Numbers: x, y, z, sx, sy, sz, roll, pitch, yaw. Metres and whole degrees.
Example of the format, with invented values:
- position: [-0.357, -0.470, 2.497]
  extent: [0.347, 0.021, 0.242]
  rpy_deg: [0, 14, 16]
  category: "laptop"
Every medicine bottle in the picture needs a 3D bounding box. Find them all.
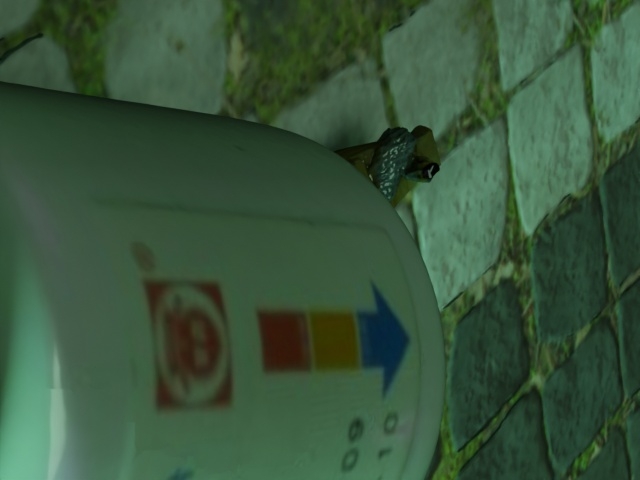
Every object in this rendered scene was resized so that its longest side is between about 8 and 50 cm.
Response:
- position: [-0.099, 0.039, 0.479]
  extent: [0.293, 0.170, 0.170]
  rpy_deg: [4, 98, -59]
  category: "medicine bottle"

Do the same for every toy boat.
- position: [0.000, 0.000, 0.714]
  extent: [0.149, 0.049, 0.047]
  rpy_deg: [-44, 132, -36]
  category: "toy boat"
